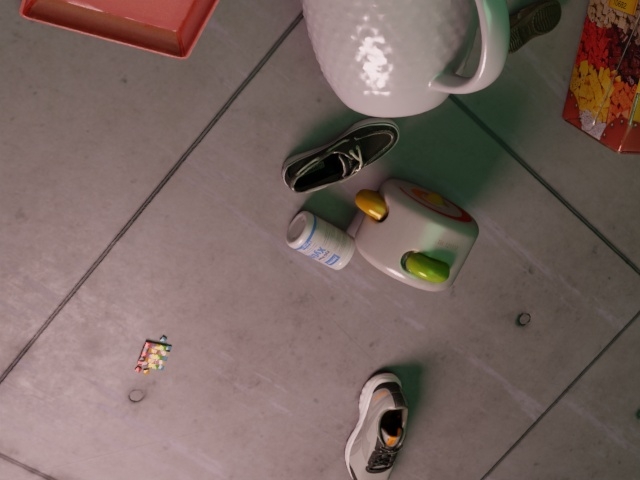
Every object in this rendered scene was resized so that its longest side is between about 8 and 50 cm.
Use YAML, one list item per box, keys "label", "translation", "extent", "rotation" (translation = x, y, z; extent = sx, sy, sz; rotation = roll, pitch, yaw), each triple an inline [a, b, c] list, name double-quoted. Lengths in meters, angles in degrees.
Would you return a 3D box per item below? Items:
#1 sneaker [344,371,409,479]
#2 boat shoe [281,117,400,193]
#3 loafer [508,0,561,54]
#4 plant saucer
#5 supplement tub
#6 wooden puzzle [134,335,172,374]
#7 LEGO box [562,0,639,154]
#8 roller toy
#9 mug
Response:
- label: "sneaker"
  translation: [0.115, 0.398, 1.895]
  extent: [0.100, 0.108, 0.272]
  rotation: [-2, 117, -20]
- label: "boat shoe"
  translation: [0.043, -0.137, 1.632]
  extent: [0.219, 0.070, 0.078]
  rotation: [-27, 120, -5]
- label: "loafer"
  translation: [0.349, -0.370, 1.639]
  extent: [0.148, 0.050, 0.056]
  rotation: [-32, 125, -20]
- label: "plant saucer"
  translation: [-0.270, -0.378, 1.357]
  extent: [0.259, 0.048, 0.258]
  rotation: [12, 149, -23]
- label: "supplement tub"
  translation: [0.000, 0.000, 1.684]
  extent: [0.107, 0.071, 0.071]
  rotation: [28, 103, -27]
- label: "wooden puzzle"
  translation: [-0.297, 0.207, 1.718]
  extent: [0.049, 0.006, 0.083]
  rotation: [15, 109, -24]
- label: "LEGO box"
  translation: [0.724, -0.350, 1.690]
  extent: [0.499, 0.193, 0.373]
  rotation: [0, 115, -19]
- label: "roller toy"
  translation: [0.167, -0.018, 1.665]
  extent: [0.191, 0.209, 0.146]
  rotation: [-6, 125, -61]
- label: "mug"
  translation: [0.132, -0.345, 1.391]
  extent: [0.276, 0.374, 0.328]
  rotation: [-24, 127, -26]
